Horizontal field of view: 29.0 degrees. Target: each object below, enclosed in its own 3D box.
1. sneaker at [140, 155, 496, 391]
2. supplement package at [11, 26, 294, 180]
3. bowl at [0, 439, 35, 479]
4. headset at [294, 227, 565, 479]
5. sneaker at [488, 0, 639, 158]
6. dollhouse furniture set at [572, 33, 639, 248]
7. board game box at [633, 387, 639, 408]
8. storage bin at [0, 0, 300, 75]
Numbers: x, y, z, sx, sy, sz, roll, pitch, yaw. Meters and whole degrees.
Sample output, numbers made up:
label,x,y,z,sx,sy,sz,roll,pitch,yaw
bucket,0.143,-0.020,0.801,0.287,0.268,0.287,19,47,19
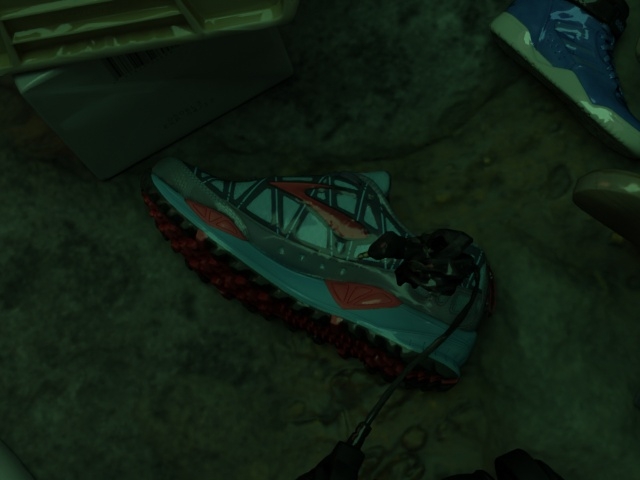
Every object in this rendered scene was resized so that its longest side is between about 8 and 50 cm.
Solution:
label,x,y,z,sx,sy,sz,roll,pitch,yaw
sneaker,0.000,0.000,0.871,0.262,0.104,0.125,29,70,8
supplement package,-0.173,-0.229,0.916,0.177,0.175,0.293,-30,71,-1
bowl,-0.274,0.198,0.867,0.142,0.053,0.142,42,83,20
headset,0.064,0.192,0.724,0.243,0.185,0.394,0,87,-5
sneaker,0.200,-0.133,0.887,0.084,0.058,0.152,-43,65,4
dollhouse furniture set,0.323,-0.185,0.682,0.394,0.256,0.362,3,68,56
board game box,0.331,0.115,0.658,0.302,0.308,0.086,36,81,17
storage bin,-0.149,-0.257,0.764,0.260,0.123,0.262,-9,71,4
